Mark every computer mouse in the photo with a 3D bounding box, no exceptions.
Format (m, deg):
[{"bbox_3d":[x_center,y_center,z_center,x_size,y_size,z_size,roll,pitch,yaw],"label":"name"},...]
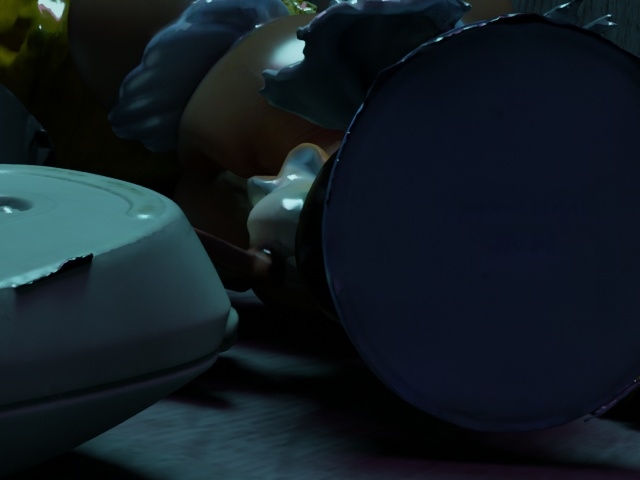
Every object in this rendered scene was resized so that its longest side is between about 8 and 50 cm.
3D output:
[{"bbox_3d":[-0.155,0.042,0.595,0.159,0.097,0.288,16,22,34],"label":"computer mouse"}]

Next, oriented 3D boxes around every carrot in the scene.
[{"bbox_3d":[-0.214,-0.144,1.362,0.242,0.241,0.341,12,4,26],"label":"carrot"}]

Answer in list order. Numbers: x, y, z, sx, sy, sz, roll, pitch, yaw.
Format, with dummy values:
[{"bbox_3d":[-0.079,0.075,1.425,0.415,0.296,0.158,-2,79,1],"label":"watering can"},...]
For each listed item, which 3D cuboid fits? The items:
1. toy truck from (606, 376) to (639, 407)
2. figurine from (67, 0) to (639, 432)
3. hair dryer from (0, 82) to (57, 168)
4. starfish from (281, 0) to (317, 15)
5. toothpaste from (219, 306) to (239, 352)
[{"bbox_3d":[0.187,0.002,1.008,0.124,0.157,0.272,7,8,-13],"label":"toy truck"},{"bbox_3d":[0.021,-0.056,0.934,0.277,0.248,0.388,3,4,-17],"label":"figurine"},{"bbox_3d":[-0.327,-0.020,1.001,0.360,0.120,0.303,-4,25,-14],"label":"hair dryer"},{"bbox_3d":[0.013,-0.120,1.374,0.347,0.078,0.358,47,7,-18],"label":"starfish"},{"bbox_3d":[-0.228,0.013,0.845,0.392,0.061,0.099,9,14,9],"label":"toothpaste"}]
